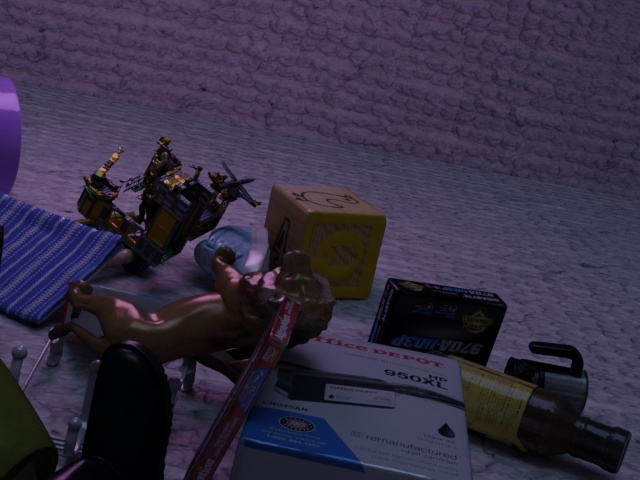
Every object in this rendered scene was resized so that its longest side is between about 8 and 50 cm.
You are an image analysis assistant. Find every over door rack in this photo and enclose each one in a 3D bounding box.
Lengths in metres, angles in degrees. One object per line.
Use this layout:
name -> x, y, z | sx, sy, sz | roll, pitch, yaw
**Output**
over door rack -> -0.316, 0.204, 1.562 | 0.240, 0.108, 0.324 | 12, 16, -1

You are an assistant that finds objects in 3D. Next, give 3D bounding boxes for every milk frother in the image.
milk frother -> 0.392, 0.257, 1.869 | 0.135, 0.129, 0.143 | 10, 38, -2

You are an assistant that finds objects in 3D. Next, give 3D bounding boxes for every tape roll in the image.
tape roll -> -0.744, -0.229, 2.398 | 0.090, 0.274, 0.275 | -1, 21, -33

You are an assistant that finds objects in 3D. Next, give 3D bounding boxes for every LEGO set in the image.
LEGO set -> -0.292, -0.113, 2.124 | 0.255, 0.192, 0.331 | 44, 32, 17

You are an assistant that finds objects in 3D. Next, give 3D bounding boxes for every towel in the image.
towel -> -0.553, 0.019, 1.954 | 0.336, 0.040, 0.243 | 18, 45, 25

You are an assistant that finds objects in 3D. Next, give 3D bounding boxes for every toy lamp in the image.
toy lamp -> -0.415, 0.038, 2.090 | 0.080, 0.080, 0.275 | 22, 19, 31

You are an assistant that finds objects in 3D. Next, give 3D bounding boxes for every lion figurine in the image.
lion figurine -> -0.182, 0.112, 1.509 | 0.392, 0.142, 0.240 | -21, 25, -8

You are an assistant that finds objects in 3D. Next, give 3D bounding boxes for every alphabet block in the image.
alphabet block -> 0.000, 0.000, 2.297 | 0.192, 0.193, 0.197 | 1, 20, -27

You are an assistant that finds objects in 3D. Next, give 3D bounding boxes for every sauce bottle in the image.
sauce bottle -> 0.317, 0.279, 1.740 | 0.344, 0.111, 0.111 | 19, 18, 23

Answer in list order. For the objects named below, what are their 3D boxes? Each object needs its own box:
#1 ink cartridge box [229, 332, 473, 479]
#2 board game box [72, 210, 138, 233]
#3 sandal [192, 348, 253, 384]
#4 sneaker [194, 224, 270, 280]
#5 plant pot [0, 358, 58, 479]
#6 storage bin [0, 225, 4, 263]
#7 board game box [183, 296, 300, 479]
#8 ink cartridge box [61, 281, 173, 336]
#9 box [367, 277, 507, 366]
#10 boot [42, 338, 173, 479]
ink cartridge box -> 0.043, 0.276, 1.461 | 0.286, 0.166, 0.395 | 12, 16, 1
board game box -> -0.468, -0.022, 2.187 | 0.181, 0.043, 0.092 | -7, 6, 29
sandal -> -0.122, 0.191, 1.710 | 0.219, 0.060, 0.090 | 34, 4, -9
sneaker -> -0.176, 0.053, 2.146 | 0.150, 0.135, 0.366 | 2, 9, -4
plant pot -> -0.455, 0.208, 1.254 | 0.294, 0.274, 0.275 | 32, 22, 16
storage bin -> -0.554, 0.069, 1.713 | 0.084, 0.180, 0.122 | 9, 17, -12
board game box -> -0.108, 0.214, 1.373 | 0.027, 0.281, 0.145 | 28, 16, -4
ink cartridge box -> -0.337, 0.119, 1.778 | 0.134, 0.078, 0.231 | 15, -6, -25
box -> 0.196, 0.165, 1.892 | 0.220, 0.175, 0.051 | 9, 20, -22
boot -> -0.255, 0.252, 1.216 | 0.094, 0.246, 0.207 | 6, 11, 21
